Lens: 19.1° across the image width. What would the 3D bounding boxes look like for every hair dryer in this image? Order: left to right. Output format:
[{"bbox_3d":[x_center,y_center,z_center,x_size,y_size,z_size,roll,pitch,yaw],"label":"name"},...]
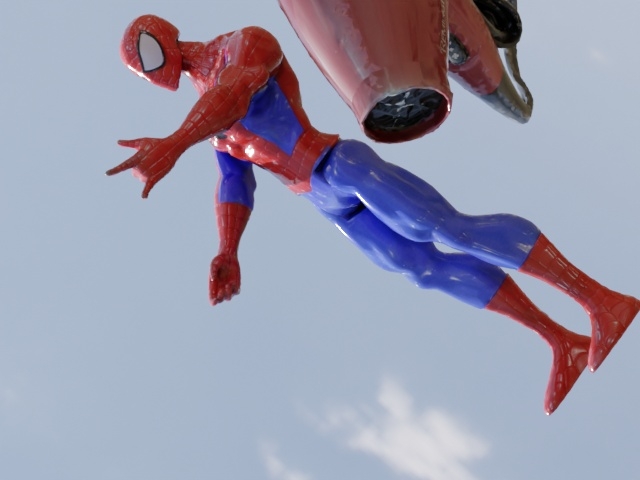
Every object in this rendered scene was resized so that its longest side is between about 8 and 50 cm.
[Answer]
[{"bbox_3d":[0.044,-0.125,0.829,0.224,0.080,0.293,50,-156,-14],"label":"hair dryer"}]

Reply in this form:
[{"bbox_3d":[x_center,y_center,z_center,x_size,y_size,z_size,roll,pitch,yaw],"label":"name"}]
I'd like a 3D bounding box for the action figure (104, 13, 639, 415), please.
[{"bbox_3d":[0.000,0.000,0.907,0.280,0.091,0.139,38,-122,4],"label":"action figure"}]
